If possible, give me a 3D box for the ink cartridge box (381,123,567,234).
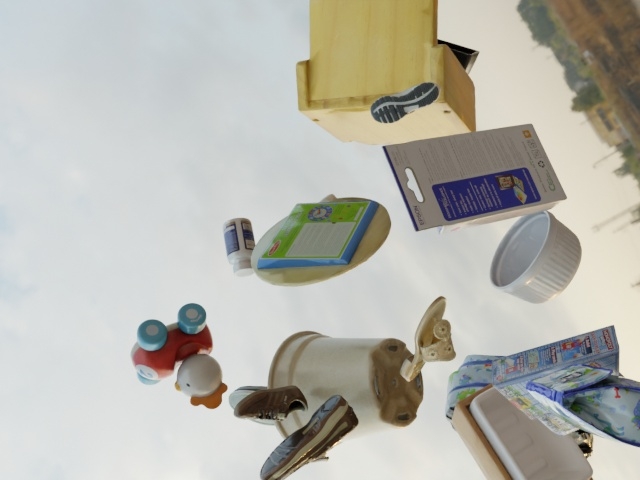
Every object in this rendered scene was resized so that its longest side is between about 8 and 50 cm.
[{"bbox_3d":[0.290,-0.117,1.319,0.370,0.069,0.176,-11,-108,-28],"label":"ink cartridge box"}]

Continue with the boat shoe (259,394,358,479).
[{"bbox_3d":[-0.018,0.471,1.551,0.095,0.257,0.095,49,177,-14],"label":"boat shoe"}]

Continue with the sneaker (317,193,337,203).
[{"bbox_3d":[0.023,-0.010,1.847,0.123,0.106,0.290,47,162,10],"label":"sneaker"}]

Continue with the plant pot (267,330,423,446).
[{"bbox_3d":[0.086,0.380,1.793,0.333,0.305,0.334,20,-118,-44],"label":"plant pot"}]

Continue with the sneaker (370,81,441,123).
[{"bbox_3d":[0.123,-0.196,0.980,0.043,0.109,0.040,-37,-69,-60],"label":"sneaker"}]

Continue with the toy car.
[{"bbox_3d":[-0.334,0.323,1.709,0.210,0.219,0.238,-21,-121,-29],"label":"toy car"}]

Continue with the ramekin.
[{"bbox_3d":[0.482,0.042,1.530,0.109,0.207,0.207,29,-149,-10],"label":"ramekin"}]

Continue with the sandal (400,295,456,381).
[{"bbox_3d":[0.224,0.207,1.321,0.079,0.240,0.088,39,-130,24],"label":"sandal"}]

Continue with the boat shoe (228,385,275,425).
[{"bbox_3d":[-0.100,0.450,1.900,0.302,0.114,0.091,13,-147,6],"label":"boat shoe"}]

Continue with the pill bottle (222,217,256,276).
[{"bbox_3d":[-0.174,0.016,1.507,0.067,0.067,0.120,20,-129,-52],"label":"pill bottle"}]

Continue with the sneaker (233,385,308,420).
[{"bbox_3d":[-0.111,0.391,1.619,0.188,0.066,0.071,-9,-142,-37],"label":"sneaker"}]

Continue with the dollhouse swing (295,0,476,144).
[{"bbox_3d":[0.157,-0.413,1.557,0.315,0.346,0.305,23,-109,-58],"label":"dollhouse swing"}]

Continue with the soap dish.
[{"bbox_3d":[0.444,0.459,1.540,0.228,0.118,0.291,-15,-115,-37],"label":"soap dish"}]

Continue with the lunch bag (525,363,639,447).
[{"bbox_3d":[0.377,0.223,0.952,0.129,0.151,0.097,127,154,-84],"label":"lunch bag"}]

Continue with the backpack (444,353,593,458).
[{"bbox_3d":[0.503,0.430,1.794,0.290,0.355,0.274,59,-155,-45],"label":"backpack"}]

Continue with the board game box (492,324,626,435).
[{"bbox_3d":[0.409,0.223,1.086,0.194,0.194,0.060,40,-145,-18],"label":"board game box"}]

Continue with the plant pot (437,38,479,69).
[{"bbox_3d":[0.309,-0.456,1.878,0.187,0.167,0.188,20,-158,13],"label":"plant pot"}]

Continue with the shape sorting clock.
[{"bbox_3d":[0.000,0.000,0.967,0.206,0.206,0.040,-81,-22,-55],"label":"shape sorting clock"}]
